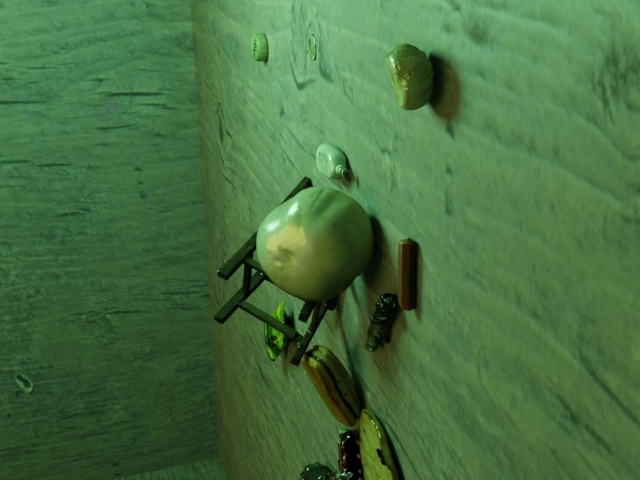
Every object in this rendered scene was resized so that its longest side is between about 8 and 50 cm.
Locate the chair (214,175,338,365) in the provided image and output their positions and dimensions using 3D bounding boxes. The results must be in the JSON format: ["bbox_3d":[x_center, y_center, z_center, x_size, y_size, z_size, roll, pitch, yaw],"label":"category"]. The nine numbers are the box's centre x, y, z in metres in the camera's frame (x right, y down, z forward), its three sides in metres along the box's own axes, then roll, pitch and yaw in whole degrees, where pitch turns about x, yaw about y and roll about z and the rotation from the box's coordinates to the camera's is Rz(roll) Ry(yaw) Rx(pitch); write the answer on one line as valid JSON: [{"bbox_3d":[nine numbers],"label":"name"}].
[{"bbox_3d":[-0.045,0.061,1.957,0.241,0.416,0.203,24,136,16],"label":"chair"}]

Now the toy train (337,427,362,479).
[{"bbox_3d":[0.070,0.525,1.965,0.087,0.050,0.138,-151,56,-74],"label":"toy train"}]

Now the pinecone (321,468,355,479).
[{"bbox_3d":[0.047,0.616,1.860,0.163,0.163,0.165,-149,41,-69],"label":"pinecone"}]

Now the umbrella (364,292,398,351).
[{"bbox_3d":[0.122,0.176,1.647,0.188,0.046,0.050,105,148,-51],"label":"umbrella"}]

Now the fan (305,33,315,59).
[{"bbox_3d":[-0.022,-0.456,1.923,0.080,0.003,0.060,114,146,-59],"label":"fan"}]

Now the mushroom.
[{"bbox_3d":[0.000,0.000,1.725,0.260,0.234,0.254,14,112,24],"label":"mushroom"}]

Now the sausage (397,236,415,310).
[{"bbox_3d":[0.161,0.062,1.494,0.035,0.030,0.147,-138,44,-64],"label":"sausage"}]

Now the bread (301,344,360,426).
[{"bbox_3d":[0.030,0.344,1.901,0.200,0.077,0.116,61,156,-12],"label":"bread"}]

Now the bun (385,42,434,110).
[{"bbox_3d":[0.151,-0.273,1.319,0.115,0.069,0.115,-16,-90,-87],"label":"bun"}]

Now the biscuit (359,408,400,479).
[{"bbox_3d":[0.131,0.501,1.776,0.203,0.041,0.260,107,152,-63],"label":"biscuit"}]

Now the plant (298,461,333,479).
[{"bbox_3d":[-0.007,0.667,2.211,0.143,0.094,0.092,-18,91,68],"label":"plant"}]

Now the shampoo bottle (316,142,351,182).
[{"bbox_3d":[0.033,-0.170,1.793,0.152,0.045,0.077,-132,40,-65],"label":"shampoo bottle"}]

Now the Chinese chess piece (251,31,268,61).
[{"bbox_3d":[-0.179,-0.566,2.338,0.084,0.034,0.084,173,90,-72],"label":"Chinese chess piece"}]

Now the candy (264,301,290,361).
[{"bbox_3d":[-0.131,0.286,2.494,0.246,0.069,0.149,120,145,-71],"label":"candy"}]
